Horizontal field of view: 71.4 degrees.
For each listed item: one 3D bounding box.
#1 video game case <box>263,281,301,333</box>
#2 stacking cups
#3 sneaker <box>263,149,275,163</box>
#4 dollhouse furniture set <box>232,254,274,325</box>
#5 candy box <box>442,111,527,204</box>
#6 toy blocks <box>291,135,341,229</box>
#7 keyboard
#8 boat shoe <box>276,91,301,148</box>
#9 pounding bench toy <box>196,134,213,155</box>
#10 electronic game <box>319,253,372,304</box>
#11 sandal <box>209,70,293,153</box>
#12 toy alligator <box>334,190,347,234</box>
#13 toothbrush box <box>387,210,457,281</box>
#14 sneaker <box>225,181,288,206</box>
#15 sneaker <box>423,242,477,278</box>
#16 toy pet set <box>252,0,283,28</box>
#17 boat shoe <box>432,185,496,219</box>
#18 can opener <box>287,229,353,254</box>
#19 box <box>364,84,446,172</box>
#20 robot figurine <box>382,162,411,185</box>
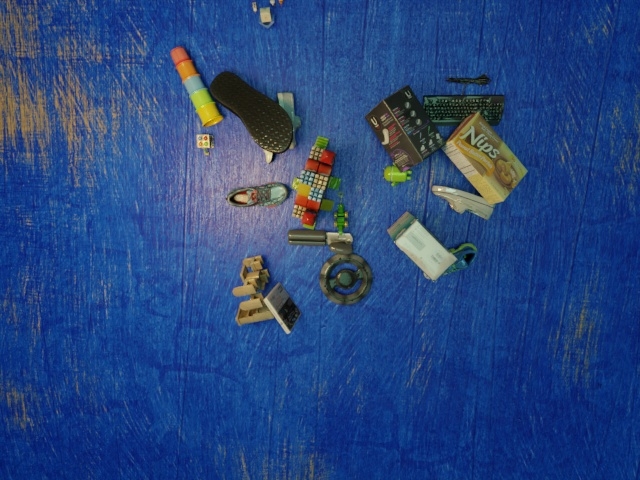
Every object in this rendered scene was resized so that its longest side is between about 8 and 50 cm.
[{"bbox_3d":[-0.157,0.281,1.879,0.022,0.190,0.173,-32,96,18],"label":"video game case"},{"bbox_3d":[-0.499,-0.624,1.796,0.096,0.096,0.316,-23,96,7],"label":"stacking cups"},{"bbox_3d":[-0.224,-0.399,1.836,0.076,0.057,0.161,5,96,6],"label":"sneaker"},{"bbox_3d":[-0.303,0.222,1.872,0.161,0.212,0.242,-13,121,10],"label":"dollhouse furniture set"},{"bbox_3d":[0.638,-0.318,1.737,0.316,0.087,0.183,46,72,-8],"label":"candy box"},{"bbox_3d":[-0.025,-0.218,1.749,0.191,0.261,0.381,17,100,0],"label":"toy blocks"},{"bbox_3d":[0.569,-0.559,1.772,0.318,0.033,0.201,0,100,3],"label":"keyboard"},{"bbox_3d":[-0.118,-0.486,1.799,0.081,0.079,0.227,-12,98,-8],"label":"boat shoe"},{"bbox_3d":[-0.477,-0.395,1.845,0.052,0.065,0.083,0,100,3],"label":"pounding bench toy"},{"bbox_3d":[0.109,0.165,1.914,0.230,0.048,0.229,0,96,-4],"label":"electronic game"},{"bbox_3d":[-0.256,-0.506,1.772,0.167,0.107,0.445,-43,73,0],"label":"sandal"},{"bbox_3d":[0.086,-0.110,1.868,0.056,0.051,0.189,-1,76,3],"label":"toy alligator"},{"bbox_3d":[0.388,0.014,1.747,0.216,0.295,0.126,45,98,-3],"label":"toothbrush box"},{"bbox_3d":[-0.262,-0.176,1.839,0.262,0.125,0.104,-9,100,5],"label":"sneaker"},{"bbox_3d":[0.538,0.090,1.836,0.240,0.126,0.091,-34,96,8],"label":"sneaker"},{"bbox_3d":[-0.205,-0.902,1.757,0.122,0.065,0.114,-5,64,1],"label":"toy pet set"},{"bbox_3d":[0.575,-0.153,1.814,0.268,0.096,0.088,17,96,-8],"label":"boat shoe"},{"bbox_3d":[0.000,0.000,1.869,0.281,0.093,0.074,5,134,4],"label":"can opener"},{"bbox_3d":[0.324,-0.425,1.717,0.143,0.165,0.270,-36,95,-22],"label":"box"},{"bbox_3d":[0.312,-0.272,1.818,0.115,0.067,0.101,2,112,3],"label":"robot figurine"}]
